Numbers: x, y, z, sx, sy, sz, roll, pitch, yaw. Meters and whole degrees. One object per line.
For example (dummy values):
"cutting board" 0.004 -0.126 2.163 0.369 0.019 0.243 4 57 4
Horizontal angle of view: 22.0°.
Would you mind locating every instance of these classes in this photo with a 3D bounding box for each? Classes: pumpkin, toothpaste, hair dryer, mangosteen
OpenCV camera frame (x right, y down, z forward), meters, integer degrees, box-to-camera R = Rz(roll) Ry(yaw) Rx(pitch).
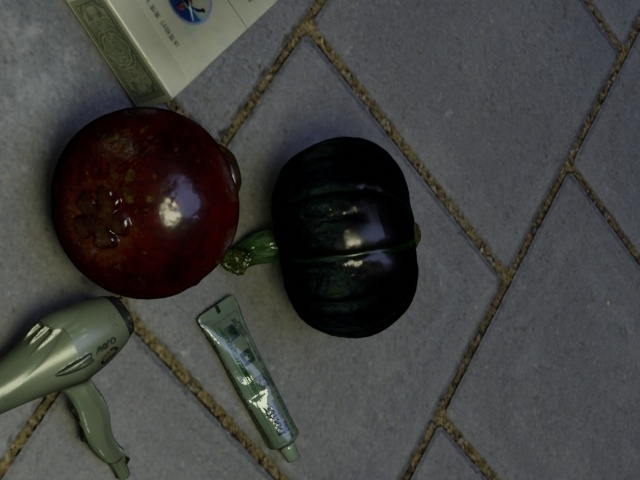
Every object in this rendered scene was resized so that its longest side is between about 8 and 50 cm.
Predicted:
"pumpkin" 0.000 0.000 2.001 0.248 0.248 0.248 10 76 -42
"toothpaste" -0.080 0.174 1.995 0.064 0.041 0.218 -34 102 -36
"hair dryer" -0.301 0.180 1.763 0.219 0.088 0.225 -11 116 -32
"mangosteen" -0.180 -0.046 1.834 0.257 0.215 0.215 -20 97 -65

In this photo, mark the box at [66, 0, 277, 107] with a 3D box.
"box" -0.169 -0.295 1.974 0.256 0.069 0.164 -49 115 -38
